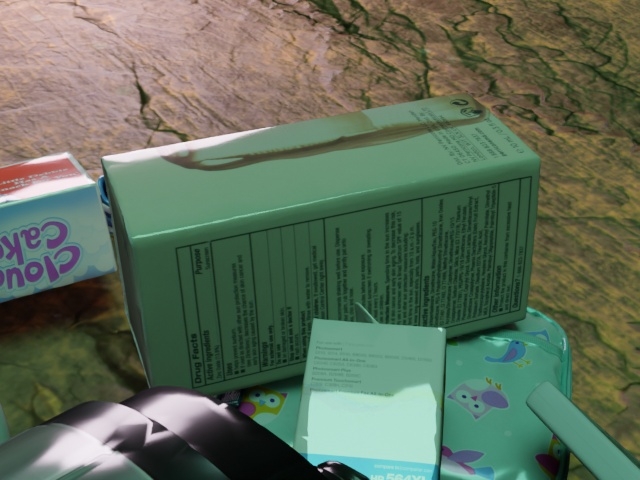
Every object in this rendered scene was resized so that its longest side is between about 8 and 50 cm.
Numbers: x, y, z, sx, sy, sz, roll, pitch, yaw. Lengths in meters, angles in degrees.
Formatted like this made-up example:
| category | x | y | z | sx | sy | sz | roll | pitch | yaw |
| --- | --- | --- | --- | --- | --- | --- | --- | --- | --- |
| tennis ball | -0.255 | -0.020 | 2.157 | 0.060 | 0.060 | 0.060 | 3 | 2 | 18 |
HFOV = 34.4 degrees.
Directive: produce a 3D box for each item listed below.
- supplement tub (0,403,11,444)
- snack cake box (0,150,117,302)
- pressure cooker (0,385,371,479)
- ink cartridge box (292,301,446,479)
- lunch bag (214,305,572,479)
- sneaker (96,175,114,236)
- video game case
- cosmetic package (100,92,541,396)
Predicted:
| category | x | y | z | sx | sy | sz | roll | pitch | yaw |
| --- | --- | --- | --- | --- | --- | --- | --- | --- | --- |
| supplement tub | -0.360 | 0.157 | 0.564 | 0.207 | 0.207 | 0.338 | 26 | 20 | 27 |
| snack cake box | -0.335 | 0.002 | 0.937 | 0.264 | 0.089 | 0.152 | -16 | 19 | -18 |
| pressure cooker | -0.095 | 0.270 | 0.433 | 0.420 | 0.375 | 0.369 | -28 | 82 | -33 |
| ink cartridge box | 0.035 | 0.120 | 0.671 | 0.090 | 0.092 | 0.143 | 4 | 54 | 8 |
| lunch bag | 0.053 | 0.130 | 0.810 | 0.279 | 0.107 | 0.224 | 9 | 42 | 10 |
| sneaker | -0.164 | -0.031 | 1.033 | 0.144 | 0.059 | 0.053 | 8 | 39 | 7 |
| video game case | 0.248 | 0.200 | 0.650 | 0.026 | 0.206 | 0.227 | -47 | 36 | 5 |
| cosmetic package | 0.000 | 0.000 | 0.773 | 0.296 | 0.153 | 0.129 | -11 | 34 | -16 |
